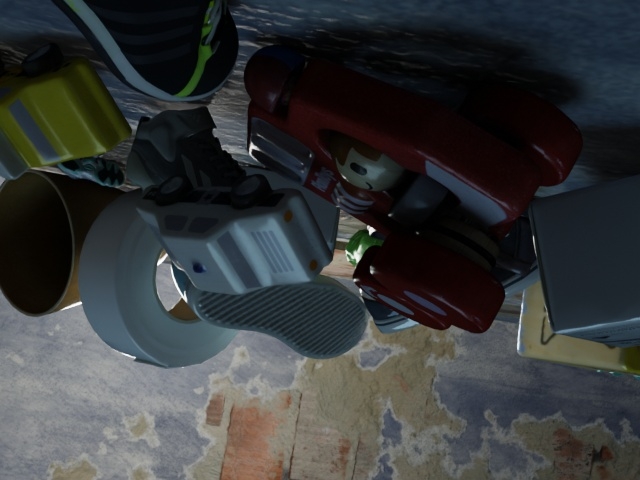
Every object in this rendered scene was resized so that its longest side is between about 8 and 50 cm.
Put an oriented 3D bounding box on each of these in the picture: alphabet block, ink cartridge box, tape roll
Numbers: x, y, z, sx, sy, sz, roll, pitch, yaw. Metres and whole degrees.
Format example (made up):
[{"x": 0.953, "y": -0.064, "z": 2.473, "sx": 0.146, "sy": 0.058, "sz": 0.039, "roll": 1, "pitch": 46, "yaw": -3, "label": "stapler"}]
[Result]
[{"x": 0.436, "y": 0.100, "z": 1.184, "sx": 0.193, "sy": 0.193, "sz": 0.197, "roll": 12, "pitch": 173, "yaw": -32, "label": "alphabet block"}, {"x": -0.048, "y": -0.035, "z": 1.123, "sx": 0.153, "sy": 0.087, "sz": 0.208, "roll": 10, "pitch": 174, "yaw": 1, "label": "ink cartridge box"}, {"x": -0.234, "y": 0.055, "z": 1.264, "sx": 0.100, "sy": 0.286, "sz": 0.286, "roll": 2, "pitch": 170, "yaw": 41, "label": "tape roll"}, {"x": 0.343, "y": 0.022, "z": 0.744, "sx": 0.211, "sy": 0.122, "sz": 0.289, "roll": -15, "pitch": 164, "yaw": 28, "label": "ink cartridge box"}]

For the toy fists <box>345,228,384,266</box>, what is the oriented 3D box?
[{"x": 0.178, "y": 0.063, "z": 1.412, "sx": 0.279, "sy": 0.096, "sz": 0.142, "roll": 38, "pitch": 168, "yaw": -35, "label": "toy fists"}]

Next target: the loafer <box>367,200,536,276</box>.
[{"x": 0.164, "y": -0.004, "z": 1.071, "sx": 0.109, "sy": 0.095, "sz": 0.302, "roll": 14, "pitch": 171, "yaw": -36, "label": "loafer"}]

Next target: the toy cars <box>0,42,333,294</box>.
[{"x": -0.179, "y": -0.049, "z": 0.702, "sx": 0.393, "sy": 0.087, "sz": 0.176, "roll": 32, "pitch": 146, "yaw": 6, "label": "toy cars"}]

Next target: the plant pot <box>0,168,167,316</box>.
[{"x": -0.389, "y": -0.002, "z": 1.370, "sx": 0.237, "sy": 0.237, "sz": 0.254, "roll": 3, "pitch": -175, "yaw": 38, "label": "plant pot"}]

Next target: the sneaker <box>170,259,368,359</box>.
[{"x": -0.074, "y": 0.076, "z": 1.248, "sx": 0.366, "sy": 0.135, "sz": 0.150, "roll": 27, "pitch": -169, "yaw": -43, "label": "sneaker"}]

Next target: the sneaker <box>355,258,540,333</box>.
[{"x": 0.192, "y": 0.038, "z": 1.201, "sx": 0.321, "sy": 0.127, "sz": 0.126, "roll": -24, "pitch": -165, "yaw": 30, "label": "sneaker"}]

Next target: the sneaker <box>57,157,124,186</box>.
[{"x": -0.338, "y": -0.103, "z": 1.164, "sx": 0.098, "sy": 0.038, "sz": 0.069, "roll": 23, "pitch": 168, "yaw": -25, "label": "sneaker"}]

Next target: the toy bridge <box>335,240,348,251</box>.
[{"x": 0.000, "y": 0.000, "z": 1.556, "sx": 0.188, "sy": 0.026, "sz": 0.063, "roll": 12, "pitch": 173, "yaw": -18, "label": "toy bridge"}]

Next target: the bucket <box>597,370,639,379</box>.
[{"x": 0.685, "y": 0.185, "z": 1.535, "sx": 0.281, "sy": 0.183, "sz": 0.281, "roll": 8, "pitch": 172, "yaw": 1, "label": "bucket"}]

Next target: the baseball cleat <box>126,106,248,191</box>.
[{"x": -0.105, "y": -0.069, "z": 0.784, "sx": 0.205, "sy": 0.110, "sz": 0.072, "roll": 21, "pitch": -163, "yaw": 18, "label": "baseball cleat"}]

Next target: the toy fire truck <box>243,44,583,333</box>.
[{"x": 0.047, "y": -0.057, "z": 0.659, "sx": 0.253, "sy": 0.169, "sz": 0.302, "roll": 29, "pitch": 173, "yaw": -1, "label": "toy fire truck"}]

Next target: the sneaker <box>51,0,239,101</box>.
[{"x": -0.079, "y": -0.135, "z": 0.430, "sx": 0.097, "sy": 0.084, "sz": 0.234, "roll": 5, "pitch": 172, "yaw": 18, "label": "sneaker"}]
